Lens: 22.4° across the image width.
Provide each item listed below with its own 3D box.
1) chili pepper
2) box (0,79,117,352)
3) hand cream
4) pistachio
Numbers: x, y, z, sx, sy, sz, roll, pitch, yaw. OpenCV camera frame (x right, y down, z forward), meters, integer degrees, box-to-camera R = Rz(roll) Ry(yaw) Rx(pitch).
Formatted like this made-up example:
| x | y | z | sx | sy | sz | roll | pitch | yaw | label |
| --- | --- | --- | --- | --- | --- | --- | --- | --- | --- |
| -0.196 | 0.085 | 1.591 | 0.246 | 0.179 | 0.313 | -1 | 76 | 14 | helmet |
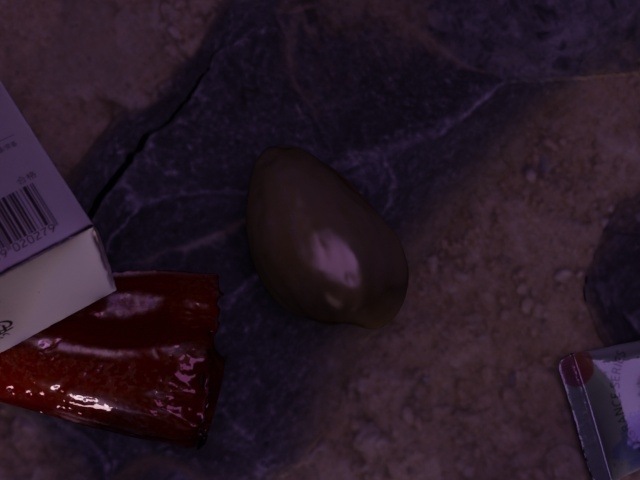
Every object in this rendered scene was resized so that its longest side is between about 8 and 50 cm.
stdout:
| x | y | z | sx | sy | sz | roll | pitch | yaw | label |
| --- | --- | --- | --- | --- | --- | --- | --- | --- | --- |
| -0.205 | 0.085 | 1.380 | 0.252 | 0.136 | 0.144 | 9 | 107 | -1 | chili pepper |
| -0.329 | 0.009 | 1.328 | 0.260 | 0.111 | 0.194 | -29 | 59 | -10 | box |
| 0.396 | 0.122 | 1.496 | 0.340 | 0.078 | 0.124 | -15 | 85 | -7 | hand cream |
| 0.000 | 0.000 | 1.415 | 0.124 | 0.124 | 0.185 | -24 | 83 | -12 | pistachio |
